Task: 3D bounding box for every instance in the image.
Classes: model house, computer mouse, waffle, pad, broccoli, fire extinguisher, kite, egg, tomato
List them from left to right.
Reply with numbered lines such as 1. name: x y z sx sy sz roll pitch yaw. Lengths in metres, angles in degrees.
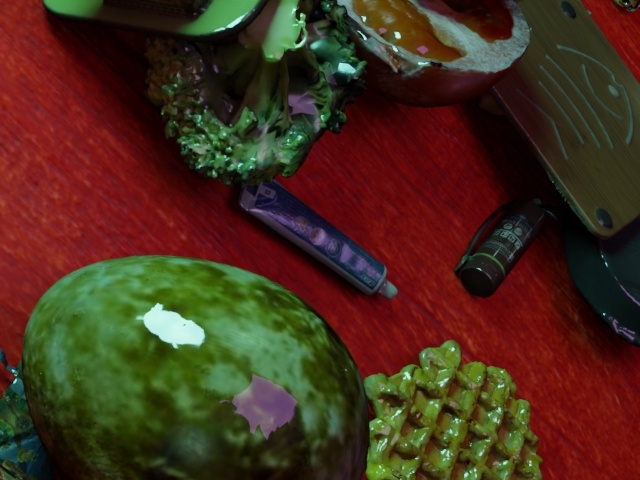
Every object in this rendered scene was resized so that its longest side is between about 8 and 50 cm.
1. kite: -0.263 0.166 1.146 0.160 0.010 0.183 45 55 -25
2. model house: -0.146 -0.329 1.193 0.205 0.218 0.279 -61 151 -32
3. egg: -0.099 0.131 1.146 0.289 0.238 0.238 34 56 -13
4. broccoli: -0.052 -0.168 1.322 0.198 0.226 0.176 41 9 -10
5. tomato: 0.101 -0.194 1.482 0.228 0.112 0.199 -21 54 -40
6. waffle: 0.137 0.218 1.437 0.238 0.058 0.243 -4 77 -42
7. fire extinguisher: 0.202 -0.001 1.576 0.064 0.043 0.158 26 47 19
8. pad: 0.293 -0.157 1.665 0.286 0.018 0.284 56 40 4
9. computer mouse: 0.343 0.000 1.672 0.168 0.087 0.295 17 52 -29

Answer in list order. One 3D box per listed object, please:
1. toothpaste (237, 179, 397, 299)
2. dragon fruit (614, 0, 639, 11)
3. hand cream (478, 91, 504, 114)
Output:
1. toothpaste: 0.000 0.000 1.409 0.197 0.035 0.057 37 46 -23
2. dragon fruit: 0.410 -0.341 1.843 0.081 0.086 0.116 65 41 -59
3. hand cream: 0.198 -0.206 1.648 0.061 0.039 0.143 21 57 -32
